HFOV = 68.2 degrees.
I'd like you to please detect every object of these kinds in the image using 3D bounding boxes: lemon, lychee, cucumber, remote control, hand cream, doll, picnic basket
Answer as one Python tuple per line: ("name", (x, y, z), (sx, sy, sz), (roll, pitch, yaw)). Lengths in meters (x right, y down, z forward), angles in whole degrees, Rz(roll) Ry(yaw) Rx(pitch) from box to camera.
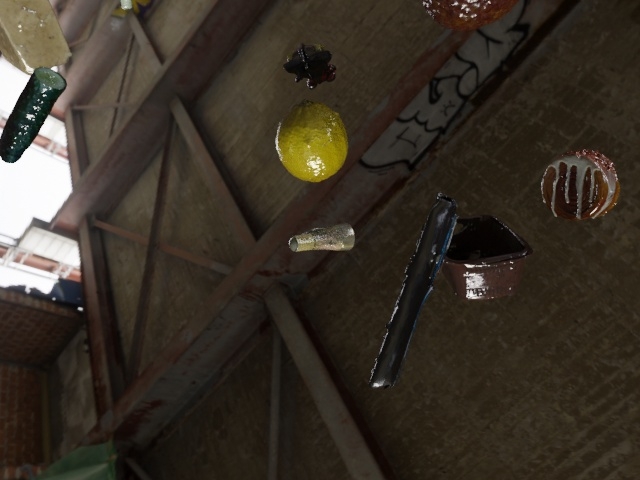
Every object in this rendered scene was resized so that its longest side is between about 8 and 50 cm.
("lemon", (-0.023, -0.263, 1.268), (0.192, 0.231, 0.192), (-12, -147, 8))
("lychee", (0.334, -0.603, 1.067), (0.260, 0.260, 0.261), (-19, -122, 34))
("cucumber", (-0.308, -0.124, 0.494), (0.133, 0.032, 0.032), (-37, -131, 30))
("remote control", (0.192, 0.105, 0.946), (0.062, 0.144, 0.399), (20, -86, 17))
("hand cream", (0.000, 0.000, 1.379), (0.084, 0.203, 0.084), (23, -63, 55))
("doll", (-0.027, -0.480, 1.301), (0.127, 0.248, 0.088), (-43, -96, 15))
("picnic basket", (0.392, 0.045, 1.211), (0.222, 0.129, 0.297), (-8, -159, 2))

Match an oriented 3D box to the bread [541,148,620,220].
("bread", (0.576, -0.123, 1.055), (0.160, 0.073, 0.161), (35, -50, 57))

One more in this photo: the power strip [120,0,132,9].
("power strip", (-0.372, -0.606, 0.812), (0.091, 0.385, 0.062), (2, -142, -1))

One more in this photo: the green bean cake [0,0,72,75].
("green bean cake", (-0.472, -0.359, 0.728), (0.085, 0.179, 0.109), (-37, -130, -29))
